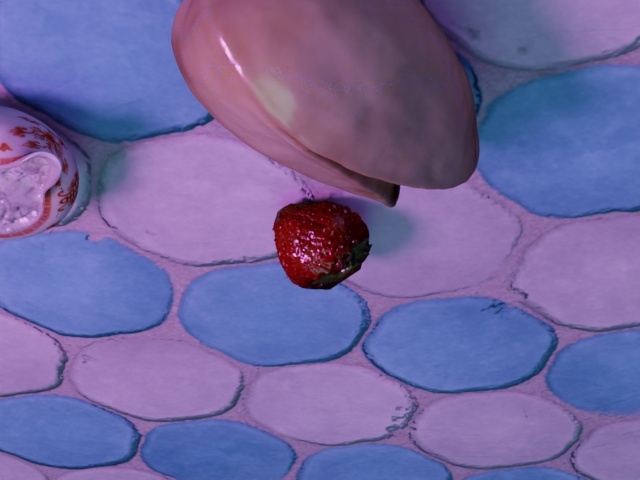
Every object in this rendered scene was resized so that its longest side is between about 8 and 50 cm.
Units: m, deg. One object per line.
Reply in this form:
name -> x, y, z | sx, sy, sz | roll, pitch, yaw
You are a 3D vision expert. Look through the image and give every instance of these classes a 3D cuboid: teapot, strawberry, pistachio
teapot -> -0.321, -0.059, 1.188 | 0.159, 0.116, 0.245 | 15, 142, -35
strawberry -> -0.001, 0.001, 1.258 | 0.106, 0.106, 0.106 | 3, 144, 2
pistachio -> 0.012, -0.127, 0.994 | 0.187, 0.188, 0.299 | -24, 139, 33
